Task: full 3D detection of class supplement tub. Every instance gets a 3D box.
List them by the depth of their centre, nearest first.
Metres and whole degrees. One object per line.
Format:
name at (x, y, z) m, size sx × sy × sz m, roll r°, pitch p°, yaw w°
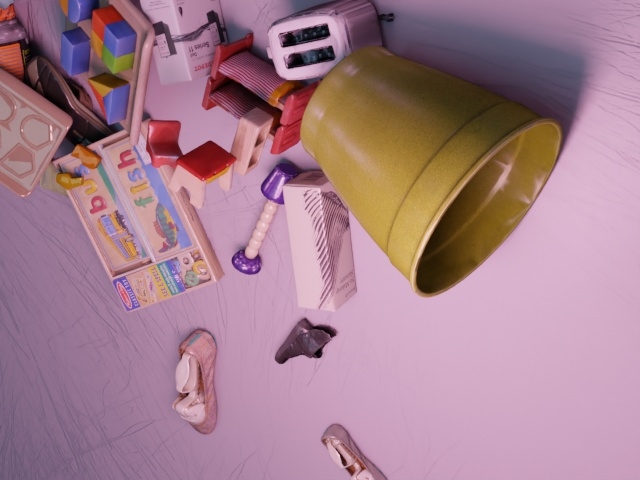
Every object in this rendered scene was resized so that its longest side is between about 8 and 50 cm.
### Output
supplement tub at (-0.780, -0.396, 2.099) m, size 0.194 × 0.193 × 0.316 m, roll 11°, pitch 115°, yaw 28°

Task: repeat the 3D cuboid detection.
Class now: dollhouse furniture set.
dollhouse furniture set at (-0.180, -0.239, 1.681) m, size 0.201 × 0.374 × 0.152 m, roll 33°, pitch 129°, yaw 14°

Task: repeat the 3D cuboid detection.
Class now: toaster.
toaster at (0.012, -0.371, 1.640) m, size 0.227 × 0.146 × 0.129 m, roll -2°, pitch 110°, yaw 33°

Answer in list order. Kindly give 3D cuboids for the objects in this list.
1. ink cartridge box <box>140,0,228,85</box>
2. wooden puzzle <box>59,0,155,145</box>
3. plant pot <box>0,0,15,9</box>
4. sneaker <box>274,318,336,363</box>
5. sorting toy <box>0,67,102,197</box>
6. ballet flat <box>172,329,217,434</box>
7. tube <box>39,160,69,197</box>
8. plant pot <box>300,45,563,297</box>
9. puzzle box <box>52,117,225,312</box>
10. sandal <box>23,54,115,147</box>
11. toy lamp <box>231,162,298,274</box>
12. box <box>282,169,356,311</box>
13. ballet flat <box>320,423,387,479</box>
ink cartridge box at (-0.270, -0.432, 1.788) m, size 0.087 × 0.153 × 0.208 m, roll 0°, pitch 112°, yaw 32°
wooden puzzle at (-0.472, -0.413, 1.868) m, size 0.348 × 0.080 × 0.322 m, roll 53°, pitch 147°, yaw 22°
plant pot at (-0.706, -0.629, 1.922) m, size 0.196 × 0.293 × 0.293 m, roll 40°, pitch 131°, yaw -23°
sneaker at (-0.035, 0.243, 2.000) m, size 0.089 × 0.051 × 0.170 m, roll 42°, pitch 123°, yaw 16°
sorting toy at (-0.664, -0.217, 2.029) m, size 0.307 × 0.041 × 0.229 m, roll 35°, pitch 107°, yaw -4°
ballet flat at (-0.320, 0.369, 2.200) m, size 0.108 × 0.106 × 0.316 m, roll 15°, pitch 118°, yaw 26°
tube at (-0.616, -0.140, 2.199) m, size 0.240 × 0.062 × 0.070 m, roll 21°, pitch 79°, yaw 27°
plant pot at (0.164, -0.153, 1.546) m, size 0.353 × 0.366 × 0.366 m, roll 42°, pitch 127°, yaw 25°
puzzle box at (-0.427, -0.051, 2.070) m, size 0.272 × 0.052 × 0.408 m, roll -20°, pitch 102°, yaw 24°
sandal at (-0.580, -0.303, 2.089) m, size 0.120 × 0.086 × 0.303 m, roll -31°, pitch 107°, yaw 32°
toy lamp at (-0.116, -0.046, 1.909) m, size 0.080 × 0.080 × 0.274 m, roll 35°, pitch 127°, yaw 15°
box at (0.000, 0.000, 1.835) m, size 0.094 × 0.113 × 0.275 m, roll 4°, pitch 114°, yaw 29°
ballet flat at (0.076, 0.522, 2.042) m, size 0.213 × 0.068 × 0.072 m, roll 51°, pitch 128°, yaw 3°
